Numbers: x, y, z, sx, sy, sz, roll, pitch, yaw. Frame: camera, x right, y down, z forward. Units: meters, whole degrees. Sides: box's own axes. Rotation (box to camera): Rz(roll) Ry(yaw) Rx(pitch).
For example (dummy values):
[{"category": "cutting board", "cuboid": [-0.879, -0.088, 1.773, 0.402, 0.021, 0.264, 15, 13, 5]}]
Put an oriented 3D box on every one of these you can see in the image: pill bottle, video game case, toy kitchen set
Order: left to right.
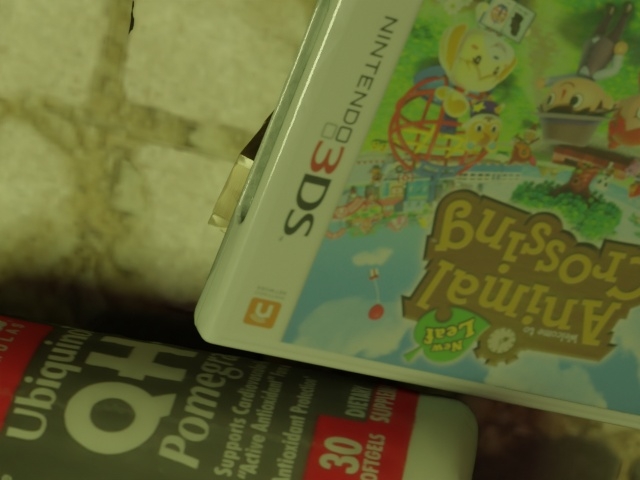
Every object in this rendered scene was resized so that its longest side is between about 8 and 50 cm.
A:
[{"category": "pill bottle", "cuboid": [-0.104, 0.123, 0.708, 0.318, 0.176, 0.176, 10, 113, 4]}, {"category": "toy kitchen set", "cuboid": [0.000, 0.000, 0.697, 0.083, 0.075, 0.068, 27, 114, 2]}, {"category": "video game case", "cuboid": [0.081, -0.025, 0.661, 0.212, 0.023, 0.193, 13, 115, -22]}]
